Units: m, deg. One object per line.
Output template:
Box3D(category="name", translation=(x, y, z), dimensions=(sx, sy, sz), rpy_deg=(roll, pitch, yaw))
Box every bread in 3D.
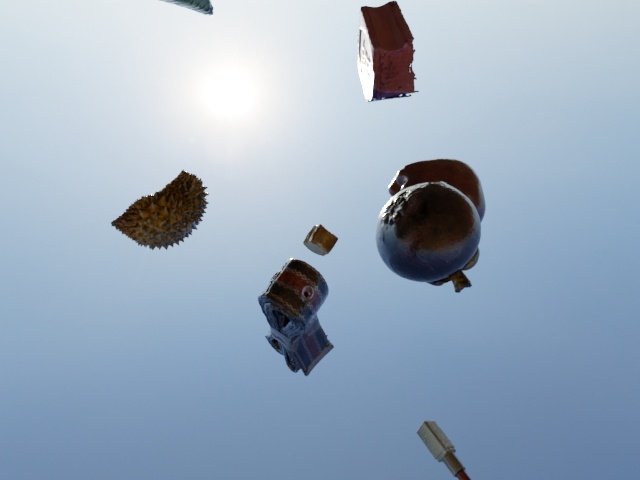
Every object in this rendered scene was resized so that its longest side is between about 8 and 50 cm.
Box3D(category="bread", translation=(0.000, -0.001, 1.378), dimensions=(0.070, 0.083, 0.077), rpy_deg=(-58, -162, -20))

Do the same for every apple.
Box3D(category="apple", translation=(0.397, -0.138, 1.527), dimensions=(0.317, 0.288, 0.288), rpy_deg=(6, -145, -12))

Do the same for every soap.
Box3D(category="soap", translation=(0.142, -0.387, 0.963), dimensions=(0.099, 0.162, 0.249), rpy_deg=(-4, -132, -2))

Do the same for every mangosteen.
Box3D(category="mangosteen", translation=(0.305, -0.018, 1.240), dimensions=(0.294, 0.297, 0.297), rpy_deg=(13, -145, -13))

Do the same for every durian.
Box3D(category="durian", translation=(-0.352, -0.062, 1.096), dimensions=(0.138, 0.183, 0.249), rpy_deg=(16, -133, 23))

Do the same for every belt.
Box3D(category="belt", translation=(-0.046, 0.148, 0.825), dimensions=(0.126, 0.359, 0.094), rpy_deg=(37, -115, 20))

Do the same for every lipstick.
Box3D(category="lipstick", translation=(0.212, 0.360, 0.747), dimensions=(0.030, 0.030, 0.129), rpy_deg=(15, -158, -35))

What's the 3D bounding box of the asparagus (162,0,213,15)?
Box3D(category="asparagus", translation=(-0.315, -0.525, 0.862), dimensions=(0.108, 0.128, 0.382), rpy_deg=(-5, -166, 20))
